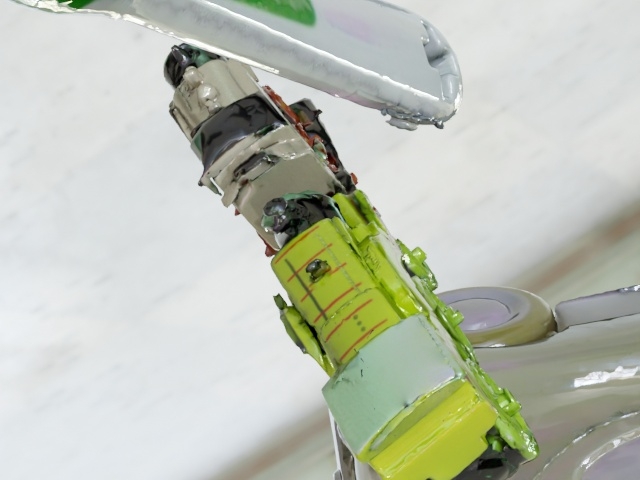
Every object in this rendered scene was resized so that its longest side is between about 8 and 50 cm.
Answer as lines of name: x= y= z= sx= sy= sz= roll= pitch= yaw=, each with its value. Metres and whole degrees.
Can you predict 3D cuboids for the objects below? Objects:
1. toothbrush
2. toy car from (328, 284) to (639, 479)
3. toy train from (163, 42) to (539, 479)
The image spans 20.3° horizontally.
toothbrush: x=-0.050 y=-0.063 z=0.330 sx=0.040 sy=0.042 sz=0.418 roll=-21 pitch=167 yaw=24
toy car: x=0.183 y=0.144 z=0.903 sx=0.336 sy=0.242 sz=0.226 roll=-9 pitch=-162 yaw=-4
toy train: x=0.000 y=0.000 z=0.650 sx=0.053 sy=0.249 sz=0.085 roll=-39 pitch=131 yaw=6
